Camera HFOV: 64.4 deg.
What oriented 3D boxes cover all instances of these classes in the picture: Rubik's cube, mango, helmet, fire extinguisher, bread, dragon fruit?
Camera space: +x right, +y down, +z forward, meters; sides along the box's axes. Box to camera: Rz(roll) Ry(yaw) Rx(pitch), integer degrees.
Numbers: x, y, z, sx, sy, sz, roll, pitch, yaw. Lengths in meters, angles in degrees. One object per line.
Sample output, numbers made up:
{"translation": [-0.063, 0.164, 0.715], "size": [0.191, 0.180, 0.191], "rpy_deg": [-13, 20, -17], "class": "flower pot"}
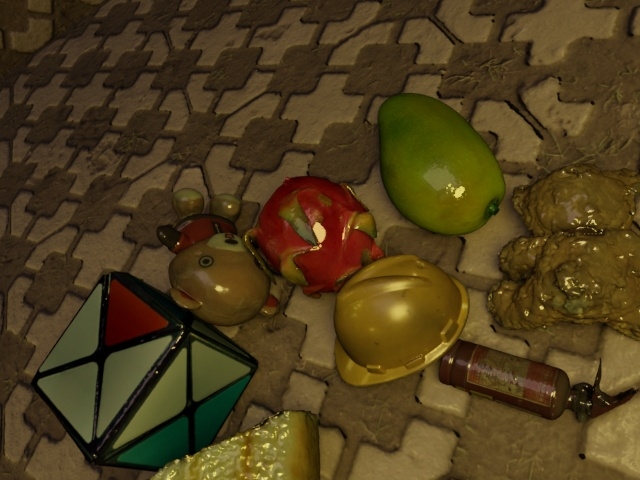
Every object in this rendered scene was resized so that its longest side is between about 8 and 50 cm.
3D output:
{"translation": [-0.305, 0.236, 0.914], "size": [0.250, 0.246, 0.248], "rpy_deg": [27, 79, 35], "class": "Rubik's cube"}
{"translation": [0.196, -0.153, 0.932], "size": [0.192, 0.156, 0.343], "rpy_deg": [-24, 51, 3], "class": "mango"}
{"translation": [0.098, 0.104, 0.816], "size": [0.257, 0.140, 0.205], "rpy_deg": [-31, 32, 13], "class": "helmet"}
{"translation": [0.297, 0.198, 0.718], "size": [0.252, 0.106, 0.075], "rpy_deg": [13, 51, 32], "class": "fire extinguisher"}
{"translation": [-0.136, 0.447, 0.728], "size": [0.395, 0.239, 0.264], "rpy_deg": [-30, 57, 6], "class": "bread"}
{"translation": [-0.005, -0.003, 0.924], "size": [0.224, 0.224, 0.227], "rpy_deg": [-42, 65, 1], "class": "dragon fruit"}

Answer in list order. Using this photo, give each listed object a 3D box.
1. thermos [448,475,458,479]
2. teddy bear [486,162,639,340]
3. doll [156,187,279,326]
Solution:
{"translation": [0.147, 0.411, 0.670], "size": [0.193, 0.137, 0.105], "rpy_deg": [-44, 95, -9], "class": "thermos"}
{"translation": [0.380, 0.006, 0.754], "size": [0.267, 0.156, 0.256], "rpy_deg": [-3, 61, 27], "class": "teddy bear"}
{"translation": [-0.220, 0.036, 1.024], "size": [0.174, 0.235, 0.330], "rpy_deg": [-59, 39, 24], "class": "doll"}
